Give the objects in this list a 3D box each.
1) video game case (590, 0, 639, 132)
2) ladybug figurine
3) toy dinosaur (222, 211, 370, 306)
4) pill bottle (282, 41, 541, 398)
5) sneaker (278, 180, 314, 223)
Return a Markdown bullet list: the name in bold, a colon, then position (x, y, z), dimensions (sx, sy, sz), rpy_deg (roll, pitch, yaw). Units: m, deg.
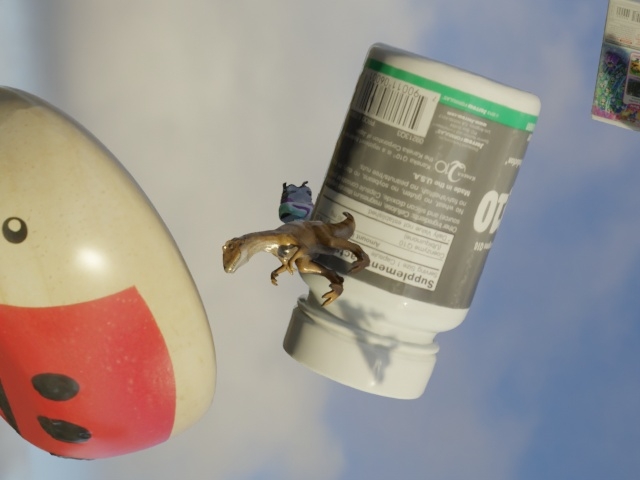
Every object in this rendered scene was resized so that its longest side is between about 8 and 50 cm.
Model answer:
- **video game case**: position (0.365, -0.172, 1.559), dimensions (0.157, 0.019, 0.143), rpy_deg (19, -55, 24)
- **ladybug figurine**: position (-0.240, 0.059, 1.344), dimensions (0.305, 0.162, 0.449), rpy_deg (31, -28, 28)
- **toy dinosaur**: position (0.000, 0.000, 1.450), dimensions (0.112, 0.211, 0.064), rpy_deg (45, -55, 27)
- **pill bottle**: position (0.093, -0.022, 1.672), dimensions (0.204, 0.204, 0.361), rpy_deg (-138, -114, -68)
- **sneaker**: position (-0.016, -0.043, 1.908), dimensions (0.038, 0.098, 0.069), rpy_deg (-18, -124, 28)
